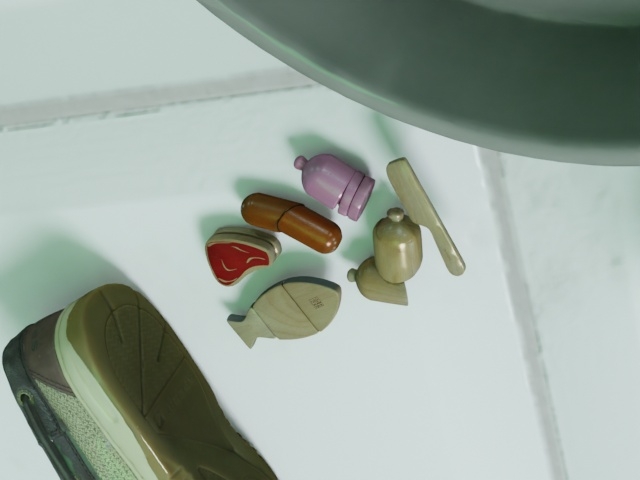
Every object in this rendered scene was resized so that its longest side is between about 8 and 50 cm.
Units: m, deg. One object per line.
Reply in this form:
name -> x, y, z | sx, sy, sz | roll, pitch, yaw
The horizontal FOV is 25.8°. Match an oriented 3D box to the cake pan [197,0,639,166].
cake pan -> 0.040, -0.133, 0.400 | 0.293, 0.054, 0.293 | 23, 154, 12

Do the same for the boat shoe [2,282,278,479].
boat shoe -> -0.070, 0.124, 0.655 | 0.073, 0.080, 0.223 | -18, 109, 32

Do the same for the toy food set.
toy food set -> 0.000, 0.000, 0.588 | 0.122, 0.019, 0.078 | -16, 115, 34
